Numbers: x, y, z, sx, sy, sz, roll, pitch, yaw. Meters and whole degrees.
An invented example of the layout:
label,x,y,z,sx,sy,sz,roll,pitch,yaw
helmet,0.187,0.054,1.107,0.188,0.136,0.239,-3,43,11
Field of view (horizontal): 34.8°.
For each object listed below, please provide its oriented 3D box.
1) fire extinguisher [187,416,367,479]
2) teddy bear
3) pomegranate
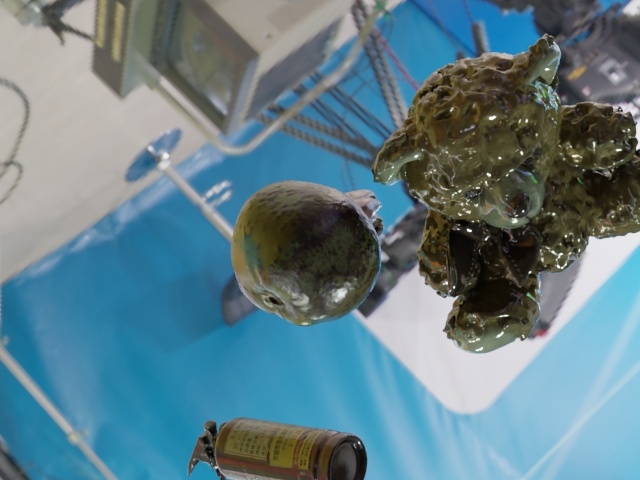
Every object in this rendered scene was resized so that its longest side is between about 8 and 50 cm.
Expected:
label,x,y,z,sx,sy,sz,roll,pitch,yaw
fire extinguisher,-0.070,0.259,1.171,0.252,0.106,0.075,0,-178,36
teddy bear,0.167,-0.056,0.902,0.267,0.156,0.256,-39,139,4
pomegranate,-0.001,0.012,0.899,0.138,0.125,0.163,1,178,43
